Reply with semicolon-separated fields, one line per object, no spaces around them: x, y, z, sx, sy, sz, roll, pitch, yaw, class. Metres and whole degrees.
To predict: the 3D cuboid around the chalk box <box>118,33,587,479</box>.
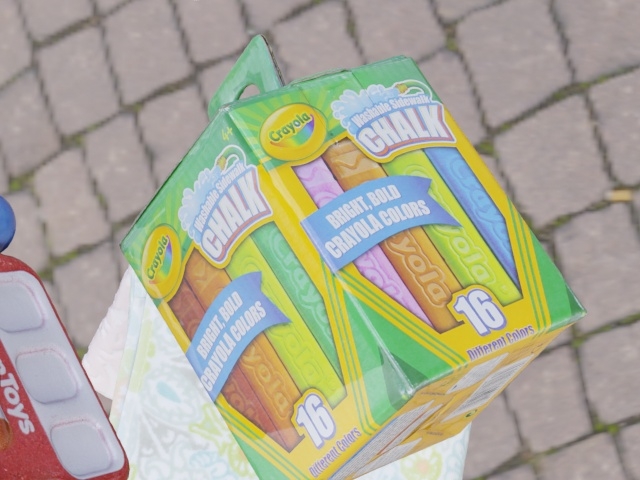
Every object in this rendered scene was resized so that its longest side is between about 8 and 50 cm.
0.000;0.000;1.220;0.289;0.179;0.180;56;137;16;chalk box

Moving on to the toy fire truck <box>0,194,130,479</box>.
-0.267;0.047;1.147;0.169;0.254;0.302;-37;73;27;toy fire truck

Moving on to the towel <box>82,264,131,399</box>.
-0.100;0.134;2.106;0.332;0.317;0.053;122;166;-53;towel

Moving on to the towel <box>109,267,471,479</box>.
-0.035;0.177;1.826;0.374;0.090;0.320;8;85;13;towel
